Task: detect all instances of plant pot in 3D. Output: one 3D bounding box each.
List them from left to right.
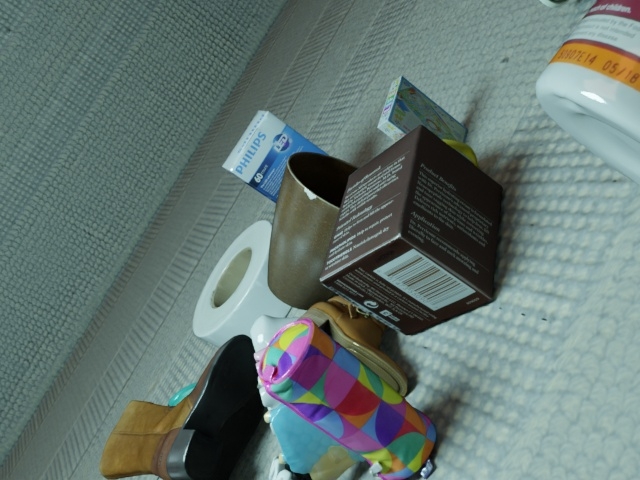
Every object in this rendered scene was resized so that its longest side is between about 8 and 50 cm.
[{"bbox_3d":[0.000,0.000,1.252,0.215,0.215,0.230,-100,32,-60],"label":"plant pot"}]

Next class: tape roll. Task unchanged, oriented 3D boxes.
[{"bbox_3d":[-0.151,0.100,1.523,0.286,0.100,0.286,-45,25,28],"label":"tape roll"}]

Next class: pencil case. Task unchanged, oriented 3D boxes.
[{"bbox_3d":[0.034,0.194,0.847,0.104,0.236,0.104,-40,21,19],"label":"pencil case"}]

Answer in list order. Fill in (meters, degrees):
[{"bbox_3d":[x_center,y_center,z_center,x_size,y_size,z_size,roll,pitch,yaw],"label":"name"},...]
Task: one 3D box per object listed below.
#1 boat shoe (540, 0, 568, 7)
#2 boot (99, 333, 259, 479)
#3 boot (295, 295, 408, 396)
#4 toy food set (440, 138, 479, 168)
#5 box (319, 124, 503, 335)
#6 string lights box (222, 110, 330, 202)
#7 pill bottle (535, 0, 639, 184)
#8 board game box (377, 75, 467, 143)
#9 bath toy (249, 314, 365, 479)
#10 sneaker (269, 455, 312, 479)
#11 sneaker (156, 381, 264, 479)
[{"bbox_3d":[0.427,-0.500,1.131,0.305,0.109,0.091,-59,17,-15],"label":"boat shoe"},{"bbox_3d":[-0.242,0.290,1.240,0.280,0.096,0.264,-16,49,45],"label":"boot"},{"bbox_3d":[0.070,0.136,1.036,0.152,0.197,0.073,-28,-39,-49],"label":"boot"},{"bbox_3d":[0.152,-0.084,1.136,0.218,0.128,0.071,-27,54,53],"label":"toy food set"},{"bbox_3d":[0.130,-0.010,0.997,0.167,0.168,0.203,-34,31,46],"label":"box"},{"bbox_3d":[-0.041,-0.121,1.383,0.133,0.259,0.077,-56,22,-1],"label":"string lights box"},{"bbox_3d":[0.406,-0.238,0.664,0.392,0.224,0.224,-54,22,8],"label":"pill bottle"},{"bbox_3d":[0.169,-0.182,1.171,0.026,0.154,0.103,-28,35,49],"label":"board game box"},{"bbox_3d":[-0.022,0.211,1.075,0.129,0.151,0.348,-19,20,-5],"label":"bath toy"},{"bbox_3d":[-0.025,0.376,0.872,0.118,0.110,0.292,-53,14,-3],"label":"sneaker"},{"bbox_3d":[-0.235,0.367,1.294,0.295,0.124,0.178,-54,26,-15],"label":"sneaker"}]
